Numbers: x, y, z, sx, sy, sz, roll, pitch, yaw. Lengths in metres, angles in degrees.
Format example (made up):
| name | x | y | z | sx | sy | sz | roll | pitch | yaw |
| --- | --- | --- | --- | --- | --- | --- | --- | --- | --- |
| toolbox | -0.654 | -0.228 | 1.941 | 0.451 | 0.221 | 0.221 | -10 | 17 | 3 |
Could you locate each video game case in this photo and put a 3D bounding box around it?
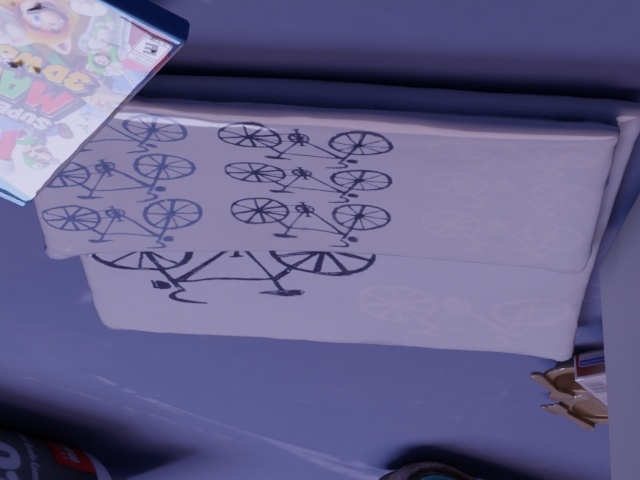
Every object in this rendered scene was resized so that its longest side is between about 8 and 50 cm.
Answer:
| name | x | y | z | sx | sy | sz | roll | pitch | yaw |
| --- | --- | --- | --- | --- | --- | --- | --- | --- | --- |
| video game case | -0.154 | -0.081 | 0.938 | 0.119 | 0.015 | 0.166 | 25 | 141 | -23 |

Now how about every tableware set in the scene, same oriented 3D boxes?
| name | x | y | z | sx | sy | sz | roll | pitch | yaw |
| --- | --- | --- | --- | --- | --- | --- | --- | --- | --- |
| tableware set | 0.225 | 0.102 | 1.335 | 0.168 | 0.020 | 0.141 | -6 | 154 | 22 |

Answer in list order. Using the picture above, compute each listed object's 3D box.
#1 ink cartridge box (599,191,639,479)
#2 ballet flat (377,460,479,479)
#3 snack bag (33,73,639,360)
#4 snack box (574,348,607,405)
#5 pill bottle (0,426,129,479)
| name | x | y | z | sx | sy | sz | roll | pitch | yaw |
| --- | --- | --- | --- | --- | --- | --- | --- | --- | --- |
| ink cartridge box | 0.295 | 0.083 | 1.040 | 0.278 | 0.201 | 0.117 | 8 | 146 | -10 |
| ballet flat | 0.169 | 0.256 | 1.580 | 0.316 | 0.108 | 0.106 | 31 | 160 | -20 |
| snack bag | 0.000 | 0.000 | 1.122 | 0.323 | 0.037 | 0.342 | 3 | 156 | 2 |
| snack box | 0.233 | 0.109 | 1.299 | 0.064 | 0.022 | 0.178 | -14 | 149 | 29 |
| pill bottle | -0.255 | 0.221 | 1.505 | 0.283 | 0.161 | 0.161 | 20 | 151 | -33 |
